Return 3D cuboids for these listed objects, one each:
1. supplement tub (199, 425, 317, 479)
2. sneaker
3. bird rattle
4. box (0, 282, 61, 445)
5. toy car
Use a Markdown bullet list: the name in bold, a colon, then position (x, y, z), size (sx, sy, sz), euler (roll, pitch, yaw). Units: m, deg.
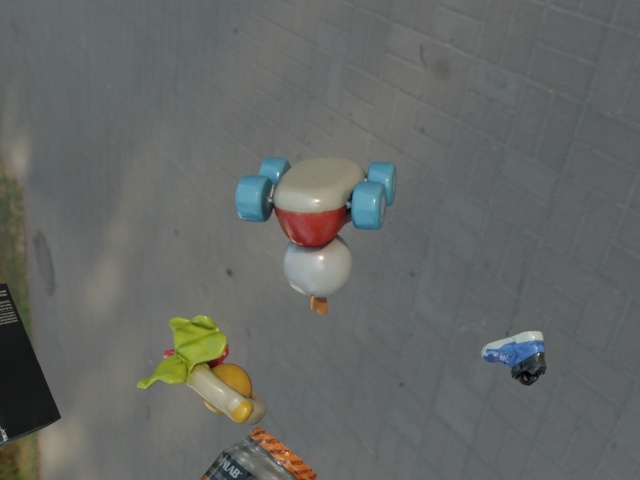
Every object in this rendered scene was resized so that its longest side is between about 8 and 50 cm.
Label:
- **supplement tub**: position (-0.159, 0.514, 1.359), size (0.193, 0.316, 0.193), euler (35, 162, 13)
- **sneaker**: position (0.342, 0.219, 1.312), size (0.152, 0.058, 0.084), euler (-37, 52, 55)
- **bird rattle**: position (-0.176, 0.221, 1.165), size (0.207, 0.143, 0.253), euler (39, 168, 11)
- **box**: position (-0.469, 0.188, 0.883), size (0.261, 0.103, 0.184), euler (-26, 81, 17)
- **toy car**: position (0.000, 0.000, 1.185), size (0.219, 0.210, 0.238), euler (4, 112, 13)
